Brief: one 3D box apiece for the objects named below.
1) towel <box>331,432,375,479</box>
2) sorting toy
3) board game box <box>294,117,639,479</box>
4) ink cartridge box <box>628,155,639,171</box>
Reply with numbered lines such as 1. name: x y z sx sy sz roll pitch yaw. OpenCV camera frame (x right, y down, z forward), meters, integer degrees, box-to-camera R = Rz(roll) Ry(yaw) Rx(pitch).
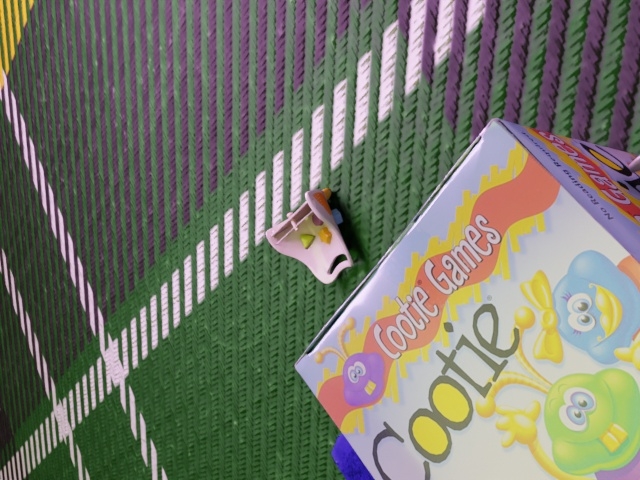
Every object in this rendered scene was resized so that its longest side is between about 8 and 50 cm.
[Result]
1. towel: 0.131 0.232 0.641 0.308 0.076 0.227 56 144 20
2. sorting toy: 0.000 0.000 0.842 0.075 0.045 0.083 59 142 8
3. board game box: 0.150 0.055 0.435 0.142 0.275 0.144 52 119 28
4. ink cartridge box: 0.253 -0.168 0.298 0.353 0.207 0.119 -44 66 50
